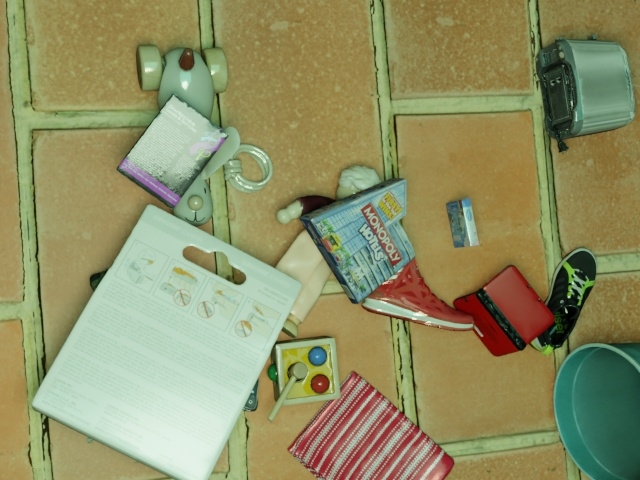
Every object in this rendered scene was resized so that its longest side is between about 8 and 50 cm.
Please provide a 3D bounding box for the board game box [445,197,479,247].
[{"bbox_3d":[0.270,-0.032,1.683,0.020,0.090,0.090,-12,90,-11],"label":"board game box"}]

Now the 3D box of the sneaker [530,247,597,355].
[{"bbox_3d":[0.490,0.123,1.724,0.084,0.097,0.234,30,81,-11],"label":"sneaker"}]

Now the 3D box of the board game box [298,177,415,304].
[{"bbox_3d":[0.093,-0.016,1.576,0.194,0.060,0.194,-38,109,-16],"label":"board game box"}]

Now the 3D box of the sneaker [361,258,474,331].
[{"bbox_3d":[0.196,0.094,1.664,0.221,0.087,0.128,14,86,-14],"label":"sneaker"}]

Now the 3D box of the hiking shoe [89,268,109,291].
[{"bbox_3d":[-0.339,0.069,1.537,0.114,0.086,0.226,24,83,-14],"label":"hiking shoe"}]

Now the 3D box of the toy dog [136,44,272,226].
[{"bbox_3d":[-0.222,-0.205,1.539,0.220,0.161,0.333,-26,93,-12],"label":"toy dog"}]

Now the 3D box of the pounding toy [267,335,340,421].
[{"bbox_3d":[-0.040,0.246,1.592,0.141,0.100,0.130,-5,88,-14],"label":"pounding toy"}]

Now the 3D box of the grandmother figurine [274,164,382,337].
[{"bbox_3d":[0.000,0.000,1.621,0.208,0.104,0.342,45,74,-36],"label":"grandmother figurine"}]

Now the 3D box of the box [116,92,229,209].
[{"bbox_3d":[-0.246,-0.149,1.477,0.116,0.029,0.162,37,94,-17],"label":"box"}]

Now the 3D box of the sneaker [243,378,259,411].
[{"bbox_3d":[-0.202,0.294,1.559,0.163,0.086,0.226,30,80,-8],"label":"sneaker"}]

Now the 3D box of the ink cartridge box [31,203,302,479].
[{"bbox_3d":[-0.250,0.177,1.489,0.308,0.091,0.385,28,72,-3],"label":"ink cartridge box"}]

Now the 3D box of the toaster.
[{"bbox_3d":[0.523,-0.290,1.737,0.146,0.129,0.227,-9,88,-16],"label":"toaster"}]

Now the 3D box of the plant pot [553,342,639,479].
[{"bbox_3d":[0.633,0.315,1.676,0.255,0.272,0.271,-4,88,-27],"label":"plant pot"}]

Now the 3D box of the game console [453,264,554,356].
[{"bbox_3d":[0.350,0.136,1.695,0.144,0.124,0.085,51,56,-6],"label":"game console"}]

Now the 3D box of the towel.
[{"bbox_3d":[0.100,0.406,1.655,0.275,0.031,0.199,43,78,-8],"label":"towel"}]
